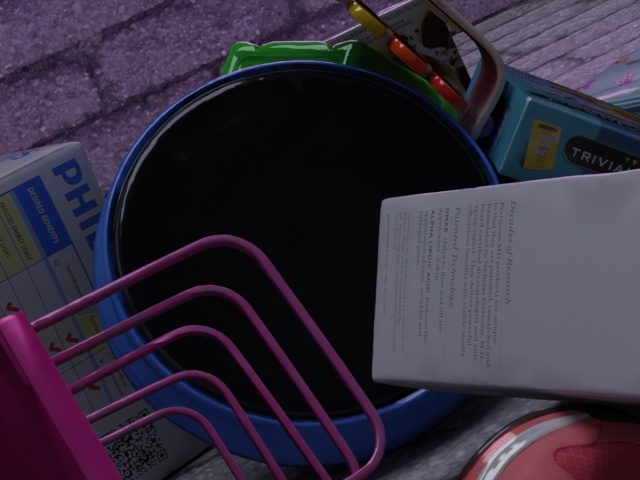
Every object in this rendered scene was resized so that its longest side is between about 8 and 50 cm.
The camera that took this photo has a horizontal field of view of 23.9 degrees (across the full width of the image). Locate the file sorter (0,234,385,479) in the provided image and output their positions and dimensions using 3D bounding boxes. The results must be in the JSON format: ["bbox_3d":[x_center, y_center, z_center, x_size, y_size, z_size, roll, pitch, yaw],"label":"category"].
[{"bbox_3d":[-0.096,0.162,1.023,0.182,0.202,0.290,-26,-21,-25],"label":"file sorter"}]

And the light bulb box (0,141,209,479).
[{"bbox_3d":[-0.360,0.138,1.505,0.361,0.357,0.225,-32,16,-33],"label":"light bulb box"}]

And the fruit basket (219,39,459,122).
[{"bbox_3d":[0.000,0.000,1.649,0.283,0.392,0.392,4,27,34],"label":"fruit basket"}]

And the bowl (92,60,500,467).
[{"bbox_3d":[-0.013,0.008,1.372,0.391,0.391,0.077,-28,-21,-15],"label":"bowl"}]

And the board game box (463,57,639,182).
[{"bbox_3d":[0.287,-0.091,1.529,0.254,0.079,0.336,19,12,-6],"label":"board game box"}]

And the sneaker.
[{"bbox_3d":[0.116,0.217,0.953,0.314,0.115,0.136,-25,39,-26],"label":"sneaker"}]

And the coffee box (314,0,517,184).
[{"bbox_3d":[0.114,-0.141,1.894,0.168,0.297,0.119,-27,10,-9],"label":"coffee box"}]

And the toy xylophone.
[{"bbox_3d":[0.061,-0.233,1.487,0.081,0.323,0.236,-48,2,9],"label":"toy xylophone"}]

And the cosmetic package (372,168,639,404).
[{"bbox_3d":[0.223,0.040,1.086,0.217,0.156,0.385,6,-7,-31],"label":"cosmetic package"}]

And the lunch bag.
[{"bbox_3d":[0.446,-0.185,1.890,0.224,0.107,0.279,-12,18,45],"label":"lunch bag"}]
